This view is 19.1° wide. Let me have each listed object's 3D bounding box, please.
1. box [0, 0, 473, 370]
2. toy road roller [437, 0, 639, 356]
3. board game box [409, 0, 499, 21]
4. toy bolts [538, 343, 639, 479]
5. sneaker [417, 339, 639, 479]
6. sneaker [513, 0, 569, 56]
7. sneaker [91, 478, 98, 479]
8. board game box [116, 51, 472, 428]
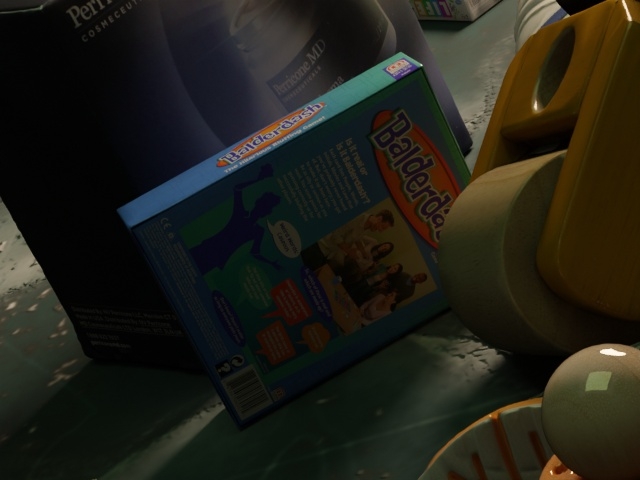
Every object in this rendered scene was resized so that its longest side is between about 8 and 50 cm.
[{"bbox_3d":[-0.085,-0.110,1.362,0.183,0.294,0.296,1,36,47],"label":"box"},{"bbox_3d":[0.234,-0.067,1.093,0.202,0.241,0.329,171,122,-78],"label":"toy road roller"},{"bbox_3d":[0.155,-0.251,1.739,0.154,0.026,0.103,-38,26,-24],"label":"board game box"},{"bbox_3d":[0.192,0.126,0.758,0.229,0.158,0.218,-18,25,20],"label":"toy bolts"},{"bbox_3d":[0.152,0.097,0.974,0.215,0.084,0.083,-21,11,4],"label":"sneaker"},{"bbox_3d":[0.278,-0.152,1.345,0.296,0.112,0.131,-15,43,29],"label":"sneaker"},{"bbox_3d":[-0.130,0.225,0.958,0.121,0.111,0.300,-29,21,6],"label":"sneaker"},{"bbox_3d":[0.000,0.000,1.215,0.210,0.160,0.047,-29,23,-6],"label":"board game box"}]
